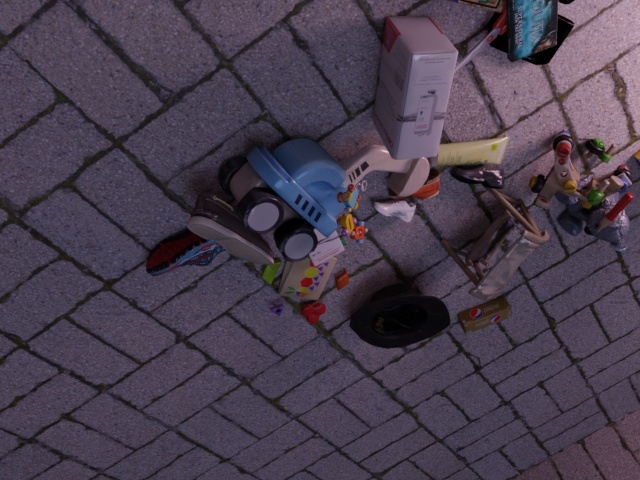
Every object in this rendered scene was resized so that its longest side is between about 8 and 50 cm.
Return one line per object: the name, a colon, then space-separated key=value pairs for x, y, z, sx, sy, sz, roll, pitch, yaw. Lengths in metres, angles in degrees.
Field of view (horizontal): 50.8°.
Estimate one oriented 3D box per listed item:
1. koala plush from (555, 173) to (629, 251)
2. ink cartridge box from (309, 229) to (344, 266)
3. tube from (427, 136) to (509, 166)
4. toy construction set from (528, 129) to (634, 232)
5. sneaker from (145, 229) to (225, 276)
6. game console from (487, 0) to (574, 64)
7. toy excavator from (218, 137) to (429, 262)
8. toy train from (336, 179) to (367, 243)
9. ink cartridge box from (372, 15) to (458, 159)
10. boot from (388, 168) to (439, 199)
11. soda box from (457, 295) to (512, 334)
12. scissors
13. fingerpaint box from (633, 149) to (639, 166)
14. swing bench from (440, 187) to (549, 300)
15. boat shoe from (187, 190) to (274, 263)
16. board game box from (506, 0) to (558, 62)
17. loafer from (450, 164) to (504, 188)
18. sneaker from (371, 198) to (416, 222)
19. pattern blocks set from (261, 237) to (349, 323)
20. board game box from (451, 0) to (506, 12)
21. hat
koala plush: x=0.878 y=-0.080 z=2.095 sx=0.203 sy=0.221 sz=0.196 roll=-25 pitch=132 yaw=3
ink cartridge box: x=0.000 y=0.000 z=1.948 sx=0.104 sy=0.060 sz=0.180 roll=-29 pitch=125 yaw=-4
tube: x=0.422 y=-0.248 z=1.909 sx=0.240 sy=0.062 sz=0.070 roll=-6 pitch=172 yaw=-20
toy construction set: x=0.753 y=-0.141 z=1.966 sx=0.257 sy=0.309 sz=0.237 roll=15 pitch=129 yaw=-19
sneaker: x=-0.353 y=0.044 z=1.864 sx=0.261 sy=0.104 sz=0.125 roll=-26 pitch=135 yaw=5
game console: x=0.571 y=-0.614 z=1.650 sx=0.213 sy=0.044 sz=0.361 roll=11 pitch=124 yaw=-27
toy excavator: x=0.030 y=-0.157 z=1.769 sx=0.445 sy=0.222 sz=0.433 roll=-43 pitch=131 yaw=8
toy train: x=0.078 y=-0.070 z=1.717 sx=0.125 sy=0.046 sz=0.166 roll=-22 pitch=118 yaw=-58
ink cartridge box: x=0.220 y=-0.368 z=1.632 sx=0.117 sy=0.207 sz=0.283 roll=-6 pitch=132 yaw=-12
boot: x=0.273 y=-0.142 z=1.950 sx=0.158 sy=0.059 sz=0.085 roll=-19 pitch=138 yaw=-4
soda box: x=0.587 y=0.266 z=2.404 sx=0.181 sy=0.061 sz=0.058 roll=-20 pitch=133 yaw=-1
scissors: x=0.436 y=-0.506 z=1.655 sx=0.109 sy=0.021 sz=0.297 roll=14 pitch=124 yaw=-34
fingerpaint box: x=1.215 y=-0.205 z=1.951 sx=0.371 sy=0.445 sz=0.163 roll=-41 pitch=131 yaw=17
swing bench: x=0.535 y=0.016 z=2.039 sx=0.165 sy=0.255 sz=0.253 roll=19 pitch=121 yaw=-31
boat shoe: x=-0.219 y=-0.023 z=1.774 sx=0.116 sy=0.097 sz=0.324 roll=-3 pitch=157 yaw=33
board game box: x=0.513 y=-0.535 z=1.631 sx=0.126 sy=0.026 sz=0.186 roll=-22 pitch=138 yaw=-2
loafer: x=0.462 y=-0.195 z=1.976 sx=0.170 sy=0.062 sz=0.061 roll=10 pitch=87 yaw=-18
sneaker: x=0.215 y=-0.100 z=1.974 sx=0.152 sy=0.054 sz=0.061 roll=11 pitch=116 yaw=-34
pattern blocks set: x=-0.045 y=0.110 z=2.071 sx=0.285 sy=0.026 sz=0.325 roll=18 pitch=118 yaw=-30
board game box: x=0.368 y=-0.624 z=1.570 sx=0.193 sy=0.045 sz=0.147 roll=4 pitch=128 yaw=-22
hat: x=0.259 y=0.222 z=2.207 sx=0.331 sy=0.134 sz=0.331 roll=1 pitch=141 yaw=1
